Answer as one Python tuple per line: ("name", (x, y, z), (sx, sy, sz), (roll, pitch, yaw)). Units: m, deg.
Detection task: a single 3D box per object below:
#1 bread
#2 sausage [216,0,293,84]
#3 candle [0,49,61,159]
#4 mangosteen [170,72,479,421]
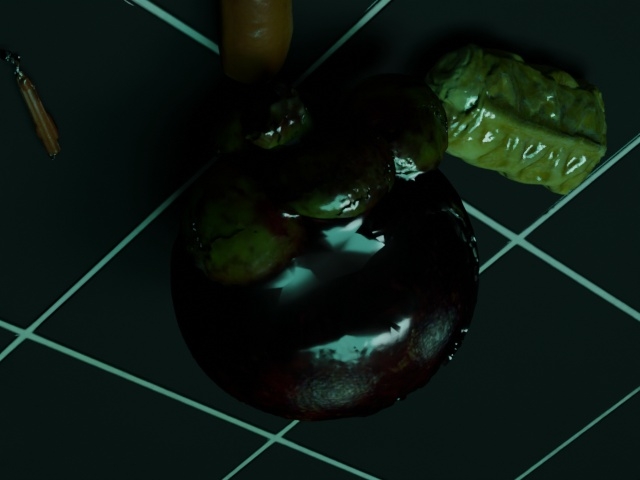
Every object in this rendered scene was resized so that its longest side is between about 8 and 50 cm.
("bread", (0.241, -0.157, 2.041), (0.268, 0.130, 0.152), (15, 88, -34))
("sausage", (-0.077, -0.296, 1.790), (0.089, 0.083, 0.300), (-3, 136, -1))
("candle", (-0.333, -0.161, 1.873), (0.026, 0.021, 0.167), (-40, 142, -19))
("mangosteen", (0.002, 0.002, 1.950), (0.381, 0.381, 0.421), (-9, 102, -14))
